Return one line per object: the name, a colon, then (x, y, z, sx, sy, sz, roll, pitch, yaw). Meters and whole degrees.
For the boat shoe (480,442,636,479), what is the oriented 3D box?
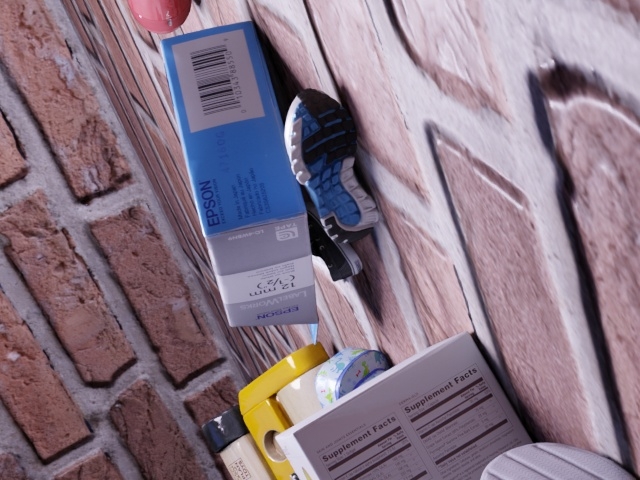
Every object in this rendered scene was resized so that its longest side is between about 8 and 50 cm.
boat shoe: (0.231, 0.271, 0.947, 0.335, 0.121, 0.119, 39, 151, 58)

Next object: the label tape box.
label tape box: (-0.086, -0.043, 1.443, 0.347, 0.115, 0.249, 89, 167, -63)

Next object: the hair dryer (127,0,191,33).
hair dryer: (-0.229, -0.356, 1.540, 0.223, 0.080, 0.293, 64, 168, -13)

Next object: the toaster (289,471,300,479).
toaster: (0.079, 0.320, 1.662, 0.168, 0.186, 0.110, 30, 151, 54)

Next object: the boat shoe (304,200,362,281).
boat shoe: (0.000, 0.000, 1.512, 0.142, 0.040, 0.049, 48, 163, 48)

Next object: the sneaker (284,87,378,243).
sneaker: (-0.002, -0.082, 1.250, 0.083, 0.071, 0.190, 58, 170, 42)

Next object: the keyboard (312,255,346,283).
keyboard: (-0.025, 0.002, 1.700, 0.072, 0.014, 0.256, 64, 169, -18)

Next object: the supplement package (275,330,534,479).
supplement package: (0.110, 0.258, 1.258, 0.262, 0.198, 0.199, 60, 170, 5)

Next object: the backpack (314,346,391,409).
backpack: (0.056, 0.196, 1.610, 0.084, 0.105, 0.114, 3, 124, 51)

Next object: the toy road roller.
toy road roller: (-0.006, 0.294, 2.015, 0.329, 0.241, 0.202, -40, 76, 41)
